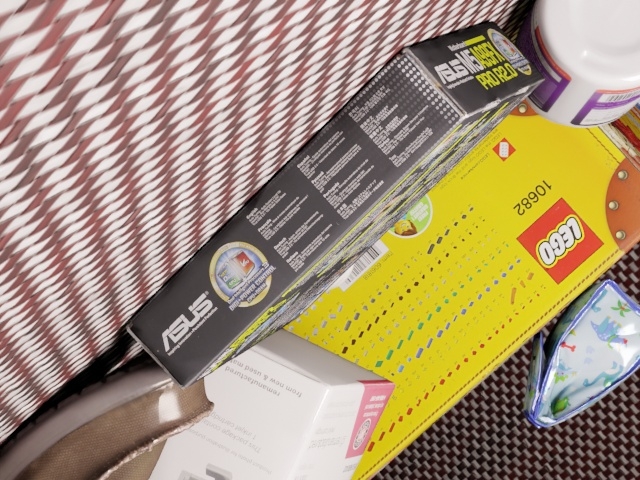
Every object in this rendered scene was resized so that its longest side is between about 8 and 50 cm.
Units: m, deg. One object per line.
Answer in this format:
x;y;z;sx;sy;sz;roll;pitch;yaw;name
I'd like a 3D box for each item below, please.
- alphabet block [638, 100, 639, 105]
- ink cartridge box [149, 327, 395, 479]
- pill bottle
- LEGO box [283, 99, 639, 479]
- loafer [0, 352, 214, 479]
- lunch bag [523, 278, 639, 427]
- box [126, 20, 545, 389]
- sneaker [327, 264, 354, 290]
0.322;-0.127;1.996;0.193;0.192;0.197;-41;174;15;alphabet block
-0.071;0.213;1.454;0.283;0.117;0.207;-65;164;4;ink cartridge box
0.202;-0.145;1.404;0.108;0.108;0.193;-41;175;-8;pill bottle
0.101;0.048;1.776;0.500;0.193;0.372;-43;174;15;LEGO box
-0.191;0.213;1.337;0.366;0.130;0.134;-44;175;23;loafer
0.249;0.116;1.811;0.151;0.096;0.129;-52;175;0;lunch bag
0.016;-0.029;1.266;0.270;0.060;0.216;-44;173;22;box
0.000;0.000;1.471;0.061;0.053;0.152;-28;162;-30;sneaker
